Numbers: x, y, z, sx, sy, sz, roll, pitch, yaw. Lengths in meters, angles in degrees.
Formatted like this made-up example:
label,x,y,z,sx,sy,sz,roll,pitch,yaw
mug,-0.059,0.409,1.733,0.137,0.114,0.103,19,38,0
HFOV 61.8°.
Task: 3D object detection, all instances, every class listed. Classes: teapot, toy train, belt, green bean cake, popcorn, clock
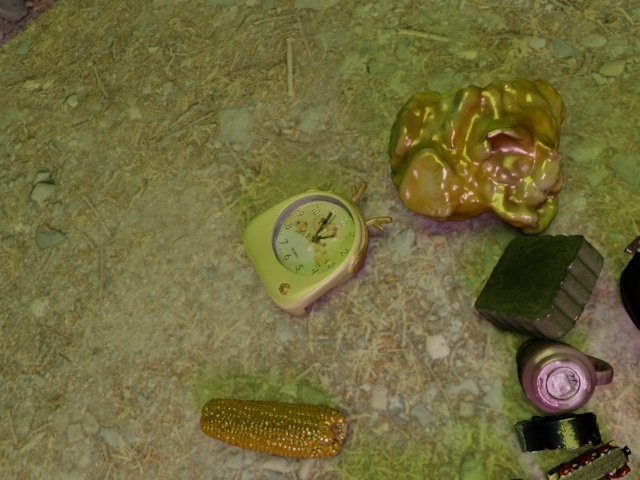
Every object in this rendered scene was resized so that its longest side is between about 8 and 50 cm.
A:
label,x,y,z,sx,sy,sz,roll,pitch,yaw
teapot,0.406,0.213,0.920,0.148,0.146,0.116,-31,92,7
toy train,0.440,0.376,0.876,0.138,0.087,0.050,-30,70,0
belt,0.397,0.320,0.897,0.140,0.105,0.058,-24,65,35
green bean cake,0.393,0.082,0.959,0.094,0.185,0.183,39,76,-13
popcorn,0.306,-0.169,1.069,0.334,0.293,0.292,3,113,21
clock,0.000,0.000,1.160,0.308,0.096,0.235,-32,62,2

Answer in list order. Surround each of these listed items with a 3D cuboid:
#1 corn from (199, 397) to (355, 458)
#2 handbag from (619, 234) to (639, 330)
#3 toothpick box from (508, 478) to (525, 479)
label,x,y,z,sx,sy,sz,roll,pitch,yaw
corn,-0.090,0.363,1.036,0.310,0.101,0.102,0,68,15
handbag,0.590,0.119,0.823,0.275,0.302,0.178,16,81,25
toothpick box,0.237,0.482,0.842,0.294,0.192,0.192,-10,66,18
